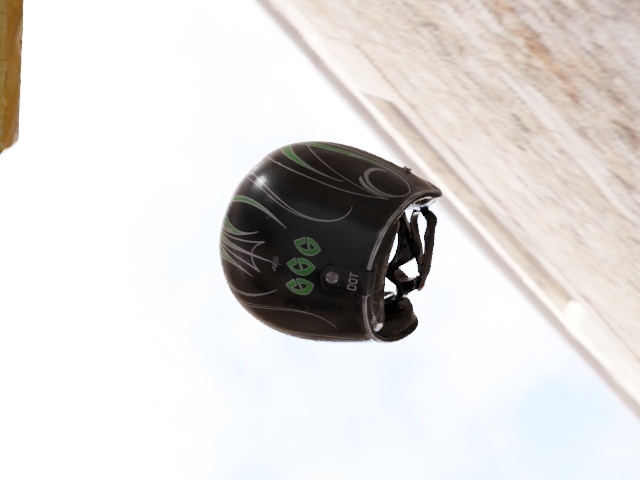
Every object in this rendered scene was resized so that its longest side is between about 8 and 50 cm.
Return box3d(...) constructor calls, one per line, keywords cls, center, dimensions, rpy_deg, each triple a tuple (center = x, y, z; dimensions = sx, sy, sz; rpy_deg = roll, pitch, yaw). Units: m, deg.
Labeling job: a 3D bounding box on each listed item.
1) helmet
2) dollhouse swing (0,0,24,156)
box3d(cls="helmet", center=(0.000, 0.000, 1.406), dimensions=(0.161, 0.169, 0.169), rpy_deg=(18, -83, 27))
box3d(cls="dollhouse swing", center=(-0.434, -0.173, 1.342), dimensions=(0.305, 0.315, 0.347), rpy_deg=(22, -61, 29))
